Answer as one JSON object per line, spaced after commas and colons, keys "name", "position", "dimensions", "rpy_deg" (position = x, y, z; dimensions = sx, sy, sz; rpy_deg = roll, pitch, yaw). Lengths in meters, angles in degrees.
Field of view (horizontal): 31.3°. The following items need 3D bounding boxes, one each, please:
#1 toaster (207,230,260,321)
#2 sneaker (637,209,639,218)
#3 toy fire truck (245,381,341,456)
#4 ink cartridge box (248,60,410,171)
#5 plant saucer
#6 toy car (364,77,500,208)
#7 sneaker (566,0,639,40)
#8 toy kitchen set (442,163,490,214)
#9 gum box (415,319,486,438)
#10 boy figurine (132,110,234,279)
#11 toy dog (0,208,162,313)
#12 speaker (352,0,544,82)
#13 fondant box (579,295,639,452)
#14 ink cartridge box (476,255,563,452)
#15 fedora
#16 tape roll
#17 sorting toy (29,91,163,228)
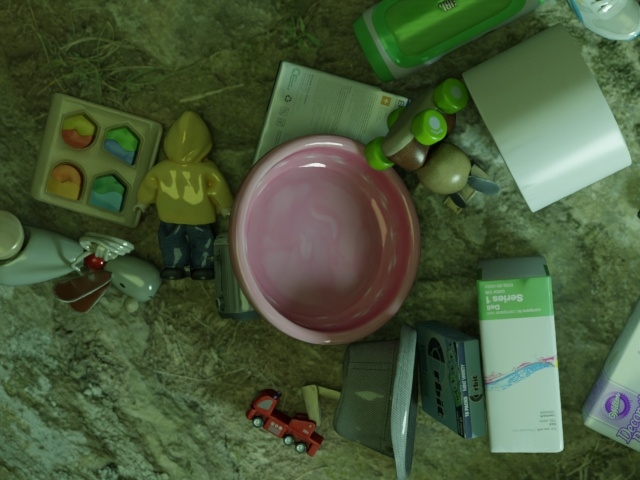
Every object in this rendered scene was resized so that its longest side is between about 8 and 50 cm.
{"name": "toaster", "position": [-0.072, 0.044, 1.881], "dimensions": [0.227, 0.129, 0.146], "rpy_deg": [-11, 94, -22]}
{"name": "sneaker", "position": [0.566, -0.038, 1.835], "dimensions": [0.109, 0.040, 0.043], "rpy_deg": [-3, 100, 9]}
{"name": "toy fire truck", "position": [-0.018, 0.295, 1.967], "dimensions": [0.192, 0.047, 0.135], "rpy_deg": [30, 101, 4]}
{"name": "ink cartridge box", "position": [0.011, -0.164, 1.889], "dimensions": [0.224, 0.045, 0.223], "rpy_deg": [16, 101, -9]}
{"name": "plant saucer", "position": [0.000, 0.000, 1.805], "dimensions": [0.332, 0.084, 0.332], "rpy_deg": [3, 83, -27]}
{"name": "toy car", "position": [0.195, -0.132, 1.789], "dimensions": [0.188, 0.149, 0.155], "rpy_deg": [45, 147, -13]}
{"name": "sneaker", "position": [0.417, -0.402, 1.779], "dimensions": [0.087, 0.092, 0.228], "rpy_deg": [-43, 91, 10]}
{"name": "toy kitchen set", "position": [0.224, -0.094, 1.860], "dimensions": [0.068, 0.075, 0.083], "rpy_deg": [39, 97, 3]}
{"name": "gum box", "position": [0.209, 0.221, 1.853], "dimensions": [0.041, 0.184, 0.156], "rpy_deg": [-7, 97, -14]}
{"name": "boy figurine", "position": [-0.231, -0.076, 1.924], "dimensions": [0.177, 0.092, 0.285], "rpy_deg": [-1, 97, 9]}
{"name": "toy dog", "position": [-0.456, 0.065, 1.935], "dimensions": [0.334, 0.220, 0.160], "rpy_deg": [13, 78, 16]}
{"name": "speaker", "position": [0.205, -0.365, 1.800], "dimensions": [0.297, 0.131, 0.131], "rpy_deg": [-26, 93, 11]}
{"name": "fondant box", "position": [0.623, 0.258, 1.842], "dimensions": [0.330, 0.096, 0.238], "rpy_deg": [26, 101, 5]}
{"name": "ink cartridge box", "position": [0.316, 0.178, 1.821], "dimensions": [0.117, 0.201, 0.278], "rpy_deg": [-4, 97, 9]}
{"name": "fedora", "position": [0.089, 0.253, 1.829], "dimensions": [0.124, 0.275, 0.243], "rpy_deg": [4, 63, 8]}
{"name": "tape roll", "position": [0.343, -0.187, 1.744], "dimensions": [0.169, 0.246, 0.246], "rpy_deg": [-26, 93, 11]}
{"name": "sorting toy", "position": [-0.390, -0.137, 1.965], "dimensions": [0.208, 0.038, 0.192], "rpy_deg": [17, 100, 6]}
